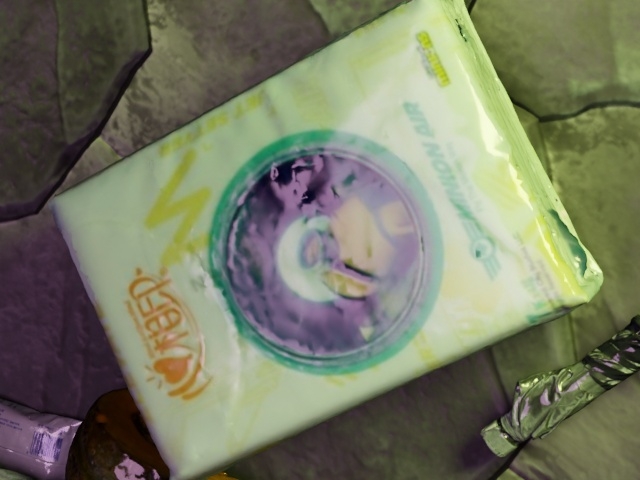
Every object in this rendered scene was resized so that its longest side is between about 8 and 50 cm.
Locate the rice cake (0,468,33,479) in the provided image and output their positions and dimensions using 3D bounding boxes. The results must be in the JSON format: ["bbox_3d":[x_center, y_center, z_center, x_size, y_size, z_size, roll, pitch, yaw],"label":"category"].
[{"bbox_3d":[-0.316,0.328,1.446,0.127,0.043,0.237,18,108,17],"label":"rice cake"}]

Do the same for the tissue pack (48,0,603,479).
[{"bbox_3d":[0.000,0.000,1.264,0.388,0.162,0.287,-27,83,19],"label":"tissue pack"}]

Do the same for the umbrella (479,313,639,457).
[{"bbox_3d":[0.213,0.117,1.253,0.188,0.046,0.050,-38,76,23],"label":"umbrella"}]

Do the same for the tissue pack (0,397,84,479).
[{"bbox_3d":[-0.317,0.211,1.466,0.193,0.026,0.123,15,97,19],"label":"tissue pack"}]

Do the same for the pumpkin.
[{"bbox_3d":[-0.137,0.254,1.347,0.248,0.126,0.131,33,105,16],"label":"pumpkin"}]
